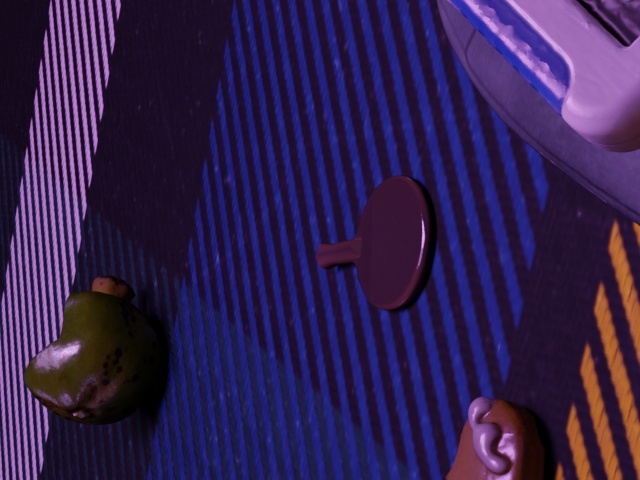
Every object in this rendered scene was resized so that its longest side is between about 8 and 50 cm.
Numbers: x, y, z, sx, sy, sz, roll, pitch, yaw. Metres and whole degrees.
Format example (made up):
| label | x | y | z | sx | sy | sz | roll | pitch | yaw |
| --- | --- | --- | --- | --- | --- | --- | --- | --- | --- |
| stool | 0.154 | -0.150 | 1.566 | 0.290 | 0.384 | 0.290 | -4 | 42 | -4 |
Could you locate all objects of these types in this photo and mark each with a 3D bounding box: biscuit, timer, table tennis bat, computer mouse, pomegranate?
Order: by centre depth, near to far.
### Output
| label | x | y | z | sx | sy | sz | roll | pitch | yaw |
| --- | --- | --- | --- | --- | --- | --- | --- | --- | --- |
| timer | 0.192 | -0.184 | 0.917 | 0.253 | 0.078 | 0.178 | -45 | 61 | 12 |
| computer mouse | 0.160 | -0.153 | 1.067 | 0.371 | 0.122 | 0.188 | 55 | 134 | 49 |
| biscuit | 0.069 | 0.262 | 1.175 | 0.301 | 0.049 | 0.197 | -53 | 37 | 29 |
| table tennis bat | 0.000 | 0.000 | 1.357 | 0.170 | 0.119 | 0.107 | -14 | 72 | 61 |
| pomegranate | -0.225 | 0.117 | 1.809 | 0.122 | 0.143 | 0.169 | 12 | 51 | 33 |
